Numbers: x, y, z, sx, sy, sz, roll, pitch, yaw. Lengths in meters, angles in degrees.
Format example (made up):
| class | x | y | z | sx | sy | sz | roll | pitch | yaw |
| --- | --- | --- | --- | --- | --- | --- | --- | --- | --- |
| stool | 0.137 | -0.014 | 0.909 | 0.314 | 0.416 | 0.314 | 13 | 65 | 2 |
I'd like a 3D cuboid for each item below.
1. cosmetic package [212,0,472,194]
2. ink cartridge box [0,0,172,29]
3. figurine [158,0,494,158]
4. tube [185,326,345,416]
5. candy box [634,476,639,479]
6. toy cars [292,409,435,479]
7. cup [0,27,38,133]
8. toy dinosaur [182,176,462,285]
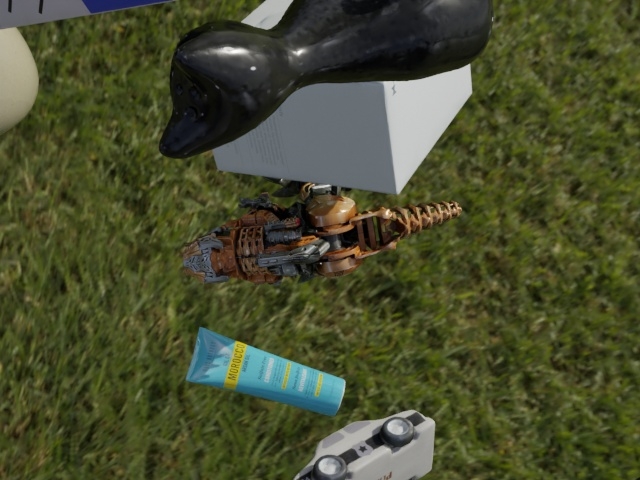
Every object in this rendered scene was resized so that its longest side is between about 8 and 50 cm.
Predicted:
| class | x | y | z | sx | sy | sz | roll | pitch | yaw |
| --- | --- | --- | --- | --- | --- | --- | --- | --- | --- |
| cosmetic package | 0.022 | -0.174 | 1.151 | 0.225 | 0.138 | 0.224 | 9 | 39 | 28 |
| ink cartridge box | -0.140 | -0.167 | 0.544 | 0.097 | 0.207 | 0.046 | 60 | 45 | -37 |
| figurine | 0.004 | -0.156 | 0.534 | 0.209 | 0.215 | 0.092 | -29 | 55 | -31 |
| tube | -0.072 | 0.181 | 1.403 | 0.207 | 0.052 | 0.080 | 18 | 50 | -8 |
| candy box | 0.230 | 0.206 | 0.592 | 0.071 | 0.233 | 0.159 | 17 | 47 | -29 |
| toy cars | -0.030 | 0.326 | 1.133 | 0.087 | 0.176 | 0.393 | 35 | 88 | 40 |
| cup | -0.660 | -0.305 | 1.930 | 0.331 | 0.237 | 0.331 | -2 | 85 | 23 |
| toy dinosaur | 0.000 | 0.000 | 1.276 | 0.322 | 0.218 | 0.164 | 11 | 100 | -7 |
